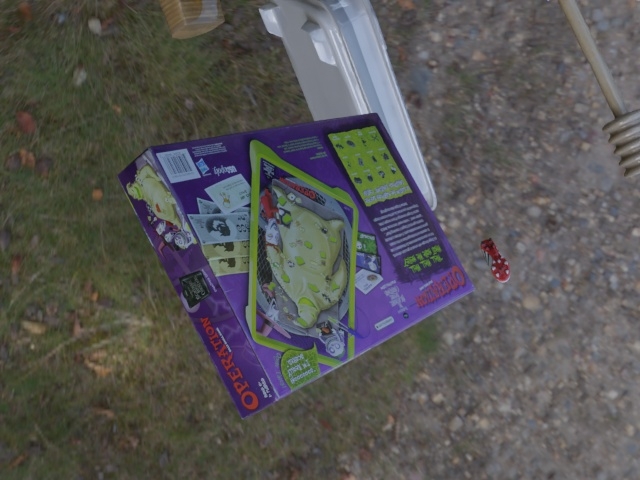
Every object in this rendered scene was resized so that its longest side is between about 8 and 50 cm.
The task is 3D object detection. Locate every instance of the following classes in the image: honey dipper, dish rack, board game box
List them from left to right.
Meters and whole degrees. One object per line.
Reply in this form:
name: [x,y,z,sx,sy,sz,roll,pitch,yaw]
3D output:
board game box: [0.000,0.000,0.859,0.056,0.347,0.208,-37,79,32]
dish rack: [0.024,-0.194,1.296,0.072,0.285,0.333,-30,119,-10]
honey dipper: [0.175,-0.118,0.636,0.030,0.030,0.160,-24,89,-6]

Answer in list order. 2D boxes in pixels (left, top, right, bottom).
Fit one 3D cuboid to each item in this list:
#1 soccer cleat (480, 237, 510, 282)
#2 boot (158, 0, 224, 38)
soccer cleat: [0.262,0.033,1.489,0.029,0.083,0.035,-22,140,-1]
boot: [-0.095,-0.341,0.974,0.104,0.295,0.211,-16,90,-43]
